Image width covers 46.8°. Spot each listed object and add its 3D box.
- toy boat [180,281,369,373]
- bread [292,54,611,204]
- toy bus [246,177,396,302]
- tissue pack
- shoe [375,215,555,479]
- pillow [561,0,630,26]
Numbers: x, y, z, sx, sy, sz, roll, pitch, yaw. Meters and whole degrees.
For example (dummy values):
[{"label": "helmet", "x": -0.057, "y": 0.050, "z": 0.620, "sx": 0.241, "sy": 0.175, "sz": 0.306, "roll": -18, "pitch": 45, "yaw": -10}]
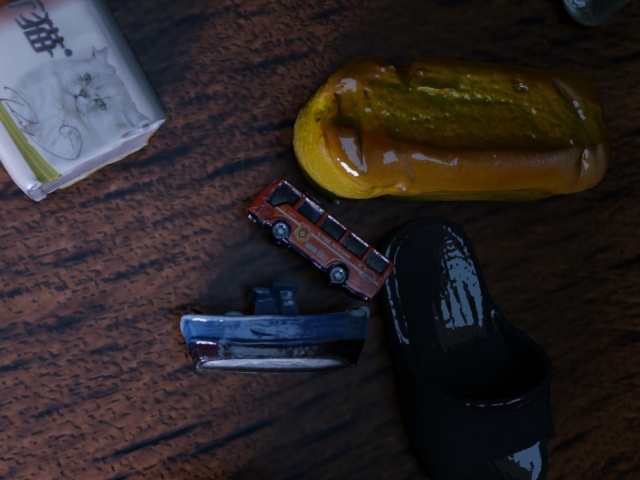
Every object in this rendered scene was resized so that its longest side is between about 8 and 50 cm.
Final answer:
[{"label": "toy boat", "x": -0.029, "y": 0.060, "z": 0.520, "sx": 0.137, "sy": 0.060, "sz": 0.060, "roll": 2, "pitch": 64, "yaw": -14}, {"label": "bread", "x": 0.104, "y": -0.080, "z": 0.551, "sx": 0.246, "sy": 0.094, "sz": 0.102, "roll": 0, "pitch": 84, "yaw": -19}, {"label": "toy bus", "x": 0.000, "y": 0.000, "z": 0.529, "sx": 0.110, "sy": 0.031, "sz": 0.043, "roll": 38, "pitch": 78, "yaw": 1}, {"label": "tissue pack", "x": -0.170, "y": -0.111, "z": 0.443, "sx": 0.099, "sy": 0.106, "sz": 0.148, "roll": -31, "pitch": 100, "yaw": -17}, {"label": "shoe", "x": 0.115, "y": 0.098, "z": 0.553, "sx": 0.108, "sy": 0.093, "sz": 0.241, "roll": -22, "pitch": 95, "yaw": -20}, {"label": "pillow", "x": 0.209, "y": -0.295, "z": 0.619, "sx": 0.130, "sy": 0.033, "sz": 0.217, "roll": -38, "pitch": 102, "yaw": -15}]
